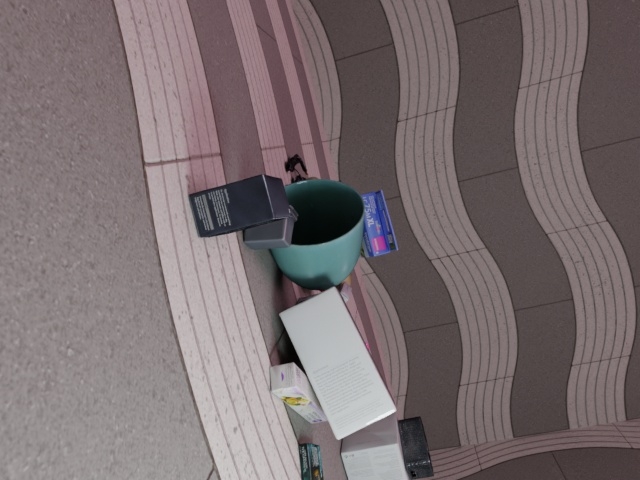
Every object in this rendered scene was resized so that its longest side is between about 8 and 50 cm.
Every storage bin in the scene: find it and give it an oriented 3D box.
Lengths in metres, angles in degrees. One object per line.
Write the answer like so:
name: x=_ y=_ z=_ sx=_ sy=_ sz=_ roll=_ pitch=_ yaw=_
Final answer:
storage bin: x=0.337 y=0.732 z=1.742 sx=0.180 sy=0.085 sz=0.122 roll=-95 pitch=168 yaw=-49
storage bin: x=-0.131 y=-0.032 z=1.225 sx=0.098 sy=0.135 sz=0.090 roll=56 pitch=32 yaw=-63

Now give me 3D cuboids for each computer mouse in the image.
computer mouse: x=-0.073 y=-0.220 z=1.995 sx=0.261 sy=0.060 sz=0.184 roll=59 pitch=20 yaw=-22

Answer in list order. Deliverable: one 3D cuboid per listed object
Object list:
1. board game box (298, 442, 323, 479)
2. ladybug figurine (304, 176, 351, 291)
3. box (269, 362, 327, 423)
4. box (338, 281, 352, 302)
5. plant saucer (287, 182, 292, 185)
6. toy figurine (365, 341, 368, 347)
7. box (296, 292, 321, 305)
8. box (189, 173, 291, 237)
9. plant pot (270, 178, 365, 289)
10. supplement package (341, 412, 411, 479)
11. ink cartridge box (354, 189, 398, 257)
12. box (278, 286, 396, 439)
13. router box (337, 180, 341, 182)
board game box: x=-0.017 y=0.620 z=1.259 sx=0.126 sy=0.026 sz=0.186 roll=59 pitch=20 yaw=-61
ladybug figurine: x=-0.010 y=0.003 z=1.727 sx=0.305 sy=0.162 sz=0.448 roll=-76 pitch=151 yaw=-71
box: x=-0.046 y=0.403 z=1.280 sx=0.324 sy=0.063 sz=0.067 roll=62 pitch=17 yaw=-54
box: x=0.025 y=0.227 z=1.597 sx=0.038 sy=0.186 sz=0.145 roll=40 pitch=11 yaw=1
plant saucer: x=-0.093 y=-0.119 z=1.848 sx=0.067 sy=0.018 sz=0.191 roll=-61 pitch=137 yaw=-75
toy figurine: x=0.097 y=0.393 z=1.809 sx=0.130 sy=0.160 sz=0.172 roll=13 pitch=64 yaw=-79
box: x=-0.034 y=0.202 z=1.562 sx=0.136 sy=0.081 sz=0.028 roll=-71 pitch=145 yaw=-73
box: x=-0.159 y=-0.070 z=1.015 sx=0.156 sy=0.159 sz=0.093 roll=-25 pitch=101 yaw=-80
plant pot: x=-0.012 y=0.001 z=1.423 sx=0.292 sy=0.294 sz=0.235 roll=-92 pitch=175 yaw=-48
supplement package: x=0.206 y=0.796 z=1.754 sx=0.198 sy=0.200 sz=0.262 roll=-61 pitch=136 yaw=-76
ink cartridge box: x=0.126 y=-0.040 z=1.511 sx=0.311 sy=0.065 sz=0.185 roll=166 pitch=-90 yaw=-70
box: x=0.050 y=0.322 z=1.336 sx=0.345 sy=0.169 sz=0.215 roll=64 pitch=1 yaw=13
router box: x=0.071 y=-0.117 z=1.734 sx=0.133 sy=0.046 sz=0.178 roll=-63 pitch=138 yaw=-77
